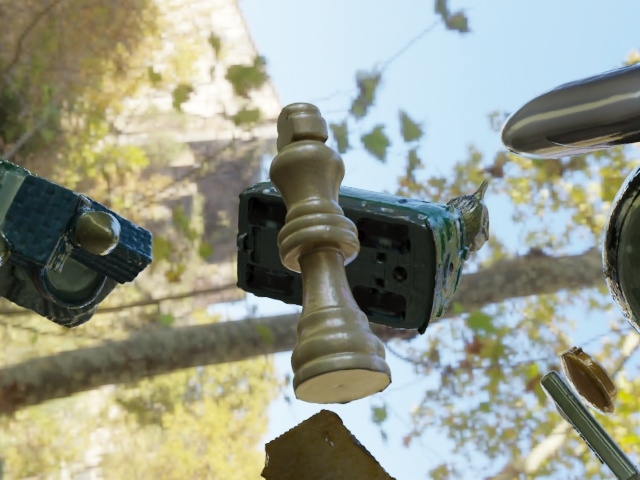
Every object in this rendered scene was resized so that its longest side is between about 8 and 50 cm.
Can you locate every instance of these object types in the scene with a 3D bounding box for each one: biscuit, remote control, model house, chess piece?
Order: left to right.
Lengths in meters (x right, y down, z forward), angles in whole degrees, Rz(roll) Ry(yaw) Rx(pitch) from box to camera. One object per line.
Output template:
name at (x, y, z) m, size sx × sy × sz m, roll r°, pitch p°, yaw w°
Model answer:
model house at (-0.378, 0.017, 1.583) m, size 0.325 × 0.267 × 0.194 m, roll 8°, pitch -110°, yaw 59°
chess piece at (0.000, 0.000, 1.345) m, size 0.117 × 0.117 × 0.397 m, roll 109°, pitch -24°, yaw -59°
biscuit at (0.020, 0.399, 1.798) m, size 0.232 × 0.237 × 0.013 m, roll 47°, pitch -55°, yaw 17°
remote control at (0.398, 0.284, 1.562) m, size 0.098 × 0.038 × 0.233 m, roll 48°, pitch 5°, yaw -41°
remote control at (0.397, -0.182, 1.494) m, size 0.332 × 0.221 × 0.103 m, roll -10°, pitch -75°, yaw 52°

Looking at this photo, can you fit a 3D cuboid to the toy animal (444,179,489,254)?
toy animal at (0.242, -0.042, 1.848) m, size 0.098 × 0.098 × 0.137 m, roll 124°, pitch -23°, yaw -69°

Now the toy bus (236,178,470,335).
toy bus at (0.054, 0.012, 1.642) m, size 0.343 × 0.199 × 0.183 m, roll 13°, pitch -72°, yaw 28°

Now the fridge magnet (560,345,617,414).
fridge magnet at (0.500, 0.262, 2.014) m, size 0.143 × 0.063 × 0.143 m, roll 53°, pitch -7°, yaw 9°

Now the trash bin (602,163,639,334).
trash bin at (0.638, 0.016, 1.596) m, size 0.280 × 0.432 × 0.280 m, roll 5°, pitch 90°, yaw -85°
